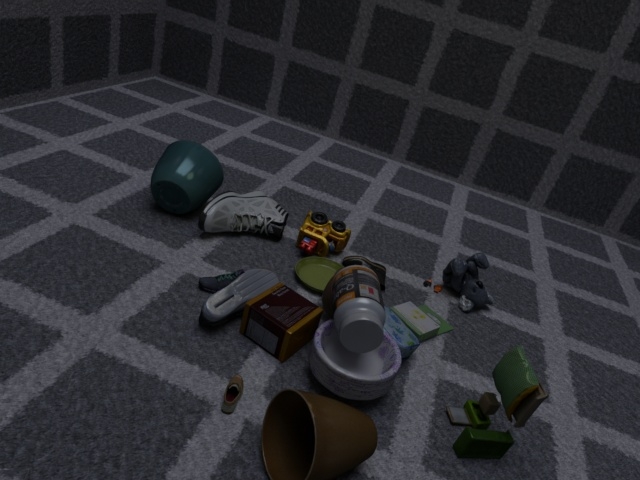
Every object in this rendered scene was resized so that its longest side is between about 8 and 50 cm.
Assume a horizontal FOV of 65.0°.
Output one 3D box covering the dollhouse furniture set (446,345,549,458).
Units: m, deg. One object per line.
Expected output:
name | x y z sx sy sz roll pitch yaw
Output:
dollhouse furniture set | 0.501 0.471 1.485 0.152 0.301 0.197 11 32 -15

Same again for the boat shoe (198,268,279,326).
boat shoe | -0.291 0.194 1.750 0.335 0.119 0.121 -22 77 -45

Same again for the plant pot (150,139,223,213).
plant pot | -0.613 -0.259 2.228 0.293 0.292 0.235 18 45 3

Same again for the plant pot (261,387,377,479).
plant pot | 0.016 0.506 1.296 0.255 0.237 0.237 13 26 -36

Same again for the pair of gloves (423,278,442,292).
pair of gloves | 0.503 0.202 2.248 0.083 0.010 0.074 28 31 22

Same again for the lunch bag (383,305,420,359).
lunch bag | 0.232 0.321 1.774 0.219 0.090 0.176 46 20 28

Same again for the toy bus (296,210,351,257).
toy bus | 0.000 0.000 2.229 0.220 0.149 0.211 23 43 7

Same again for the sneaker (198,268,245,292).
sneaker | -0.332 0.138 1.852 0.224 0.098 0.083 7 30 -16

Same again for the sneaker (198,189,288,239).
sneaker | -0.302 -0.099 2.203 0.258 0.169 0.448 29 29 25

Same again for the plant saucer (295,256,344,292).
plant saucer | 0.010 0.149 2.068 0.241 0.037 0.241 13 29 -7

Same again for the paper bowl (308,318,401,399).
paper bowl | 0.101 0.386 1.591 0.285 0.148 0.284 12 30 -7

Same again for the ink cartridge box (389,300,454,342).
ink cartridge box | 0.402 0.307 1.975 0.235 0.056 0.171 -12 39 -37

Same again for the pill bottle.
pill bottle | 0.120 0.212 1.588 0.162 0.162 0.278 12 29 -7

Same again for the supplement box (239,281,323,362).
supplement box | -0.132 0.270 1.694 0.194 0.129 0.191 30 32 22

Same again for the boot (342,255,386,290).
boot | 0.189 0.141 2.140 0.198 0.076 0.137 12 34 -4

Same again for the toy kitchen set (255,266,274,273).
toy kitchen set | -0.234 0.149 1.961 0.068 0.075 0.083 -11 -22 28

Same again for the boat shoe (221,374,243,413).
boat shoe | -0.248 0.432 1.442 0.050 0.045 0.135 14 29 -4

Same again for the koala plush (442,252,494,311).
koala plush | 0.655 0.201 2.198 0.196 0.203 0.221 -11 59 -25

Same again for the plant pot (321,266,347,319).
plant pot | 0.082 0.221 1.856 0.110 0.237 0.237 -16 13 32
